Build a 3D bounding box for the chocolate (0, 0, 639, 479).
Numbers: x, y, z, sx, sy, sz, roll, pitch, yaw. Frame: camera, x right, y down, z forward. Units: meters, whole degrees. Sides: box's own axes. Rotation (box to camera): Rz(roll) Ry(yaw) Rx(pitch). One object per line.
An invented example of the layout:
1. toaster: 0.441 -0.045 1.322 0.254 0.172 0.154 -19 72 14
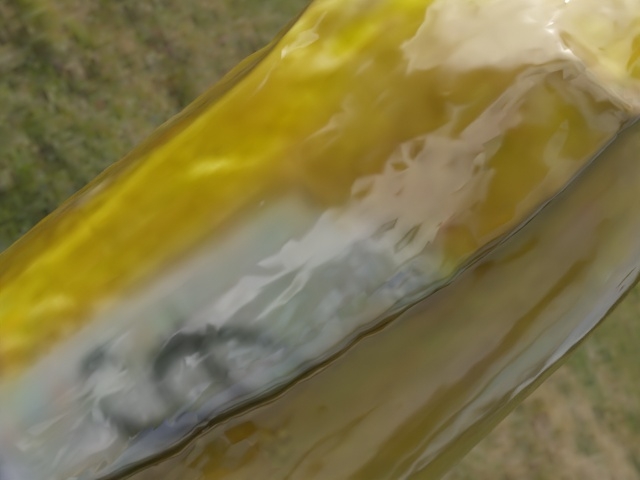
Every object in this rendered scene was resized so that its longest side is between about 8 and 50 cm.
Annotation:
1. chocolate: 0.000 0.000 0.523 0.162 0.445 0.162 48 -2 2
